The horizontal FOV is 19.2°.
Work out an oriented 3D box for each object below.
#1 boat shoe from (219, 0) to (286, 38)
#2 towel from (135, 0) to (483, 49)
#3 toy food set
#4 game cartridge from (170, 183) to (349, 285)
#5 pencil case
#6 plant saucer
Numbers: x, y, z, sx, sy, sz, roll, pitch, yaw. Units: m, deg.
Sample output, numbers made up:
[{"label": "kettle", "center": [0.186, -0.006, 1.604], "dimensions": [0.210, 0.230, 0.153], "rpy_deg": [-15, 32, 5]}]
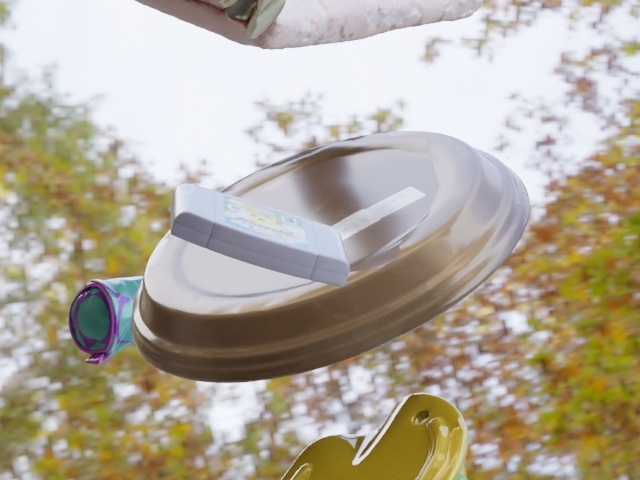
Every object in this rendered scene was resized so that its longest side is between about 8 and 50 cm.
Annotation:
[{"label": "boat shoe", "center": [-0.043, -0.192, 1.376], "dimensions": [0.043, 0.049, 0.137], "rpy_deg": [48, -22, 4]}, {"label": "towel", "center": [-0.066, -0.243, 1.688], "dimensions": [0.317, 0.332, 0.053], "rpy_deg": [23, -66, 29]}, {"label": "toy food set", "center": [0.018, 0.188, 1.095], "dimensions": [0.128, 0.218, 0.071], "rpy_deg": [1, -47, 47]}, {"label": "game cartridge", "center": [-0.027, -0.002, 0.865], "dimensions": [0.083, 0.056, 0.017], "rpy_deg": [17, -71, -10]}, {"label": "pencil case", "center": [-0.137, 0.064, 1.587], "dimensions": [0.064, 0.152, 0.070], "rpy_deg": [0, -89, 43]}, {"label": "plant saucer", "center": [0.000, 0.000, 1.246], "dimensions": [0.278, 0.278, 0.041], "rpy_deg": [-3, -61, 35]}]
